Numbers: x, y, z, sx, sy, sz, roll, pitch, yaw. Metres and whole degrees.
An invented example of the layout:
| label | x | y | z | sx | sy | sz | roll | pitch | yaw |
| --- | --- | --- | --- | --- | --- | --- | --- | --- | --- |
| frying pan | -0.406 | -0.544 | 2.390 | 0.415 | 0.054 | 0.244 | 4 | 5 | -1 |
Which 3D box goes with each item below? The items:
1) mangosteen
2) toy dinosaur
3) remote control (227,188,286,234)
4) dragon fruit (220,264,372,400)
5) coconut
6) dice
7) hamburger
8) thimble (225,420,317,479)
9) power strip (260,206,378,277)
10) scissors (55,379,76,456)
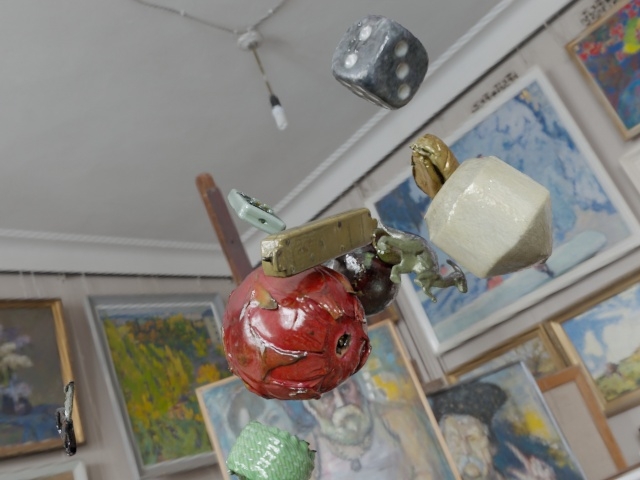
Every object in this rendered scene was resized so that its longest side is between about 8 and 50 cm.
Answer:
| label | x | y | z | sx | sy | sz | roll | pitch | yaw |
| --- | --- | --- | --- | --- | --- | --- | --- | --- | --- |
| mangosteen | 0.129 | 0.095 | 2.090 | 0.288 | 0.288 | 0.288 | -19 | -23 | -8 |
| toy dinosaur | 0.253 | 0.057 | 1.783 | 0.077 | 0.294 | 0.162 | -42 | 4 | 44 |
| remote control | -0.180 | -0.082 | 1.909 | 0.140 | 0.296 | 0.056 | 30 | -85 | -18 |
| dragon fruit | -0.045 | 0.145 | 1.102 | 0.241 | 0.240 | 0.252 | -15 | 13 | -16 |
| coconut | 0.364 | -0.037 | 1.435 | 0.237 | 0.266 | 0.237 | -55 | -11 | -16 |
| dice | 0.152 | -0.452 | 1.751 | 0.182 | 0.181 | 0.183 | 27 | -87 | -41 |
| hamburger | 0.349 | -0.220 | 1.983 | 0.135 | 0.155 | 0.207 | -39 | -39 | -11 |
| thimble | -0.127 | 0.561 | 1.738 | 0.150 | 0.219 | 0.219 | -60 | -8 | -26 |
| power strip | 0.000 | 0.000 | 1.051 | 0.044 | 0.064 | 0.305 | -1 | 11 | 33 |
| scissors | -0.532 | 0.364 | 1.438 | 0.022 | 0.109 | 0.300 | -16 | -29 | -31 |
